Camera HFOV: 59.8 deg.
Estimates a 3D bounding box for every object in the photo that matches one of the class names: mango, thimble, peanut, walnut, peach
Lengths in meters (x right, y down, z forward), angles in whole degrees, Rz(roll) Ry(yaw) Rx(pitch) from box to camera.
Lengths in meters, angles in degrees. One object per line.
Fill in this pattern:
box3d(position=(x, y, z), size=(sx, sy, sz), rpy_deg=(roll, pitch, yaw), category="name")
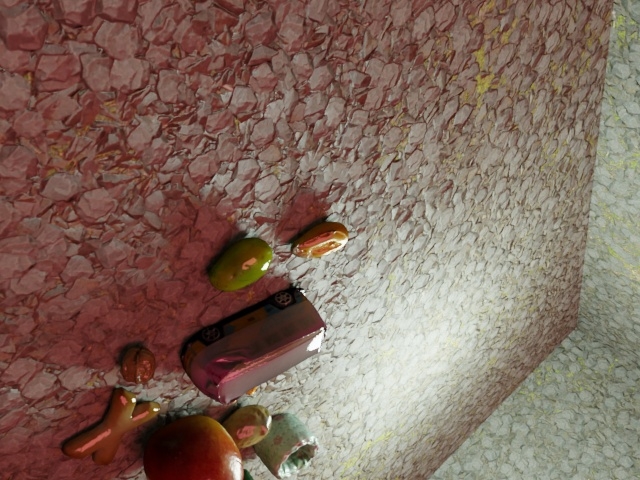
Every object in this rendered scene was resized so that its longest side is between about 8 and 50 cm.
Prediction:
box3d(position=(-0.191, 0.060, 1.351), size=(0.163, 0.089, 0.117), rpy_deg=(-39, 150, 5), category="mango")
box3d(position=(-0.112, 0.701, 1.897), size=(0.185, 0.149, 0.211), rpy_deg=(-48, 142, -6), category="thimble")
box3d(position=(-0.230, 0.573, 1.711), size=(0.159, 0.109, 0.140), rpy_deg=(-5, 114, -27), category="peanut")
box3d(position=(0.000, 0.000, 1.497), size=(0.187, 0.066, 0.101), rpy_deg=(-21, 142, -24), category="mango")
box3d(position=(-0.431, 0.298, 1.316), size=(0.079, 0.082, 0.096), rpy_deg=(5, 122, -14), category="walnut")
box3d(position=(-0.345, 0.617, 1.503), size=(0.248, 0.275, 0.245), rpy_deg=(-54, 145, -3), category="peach")

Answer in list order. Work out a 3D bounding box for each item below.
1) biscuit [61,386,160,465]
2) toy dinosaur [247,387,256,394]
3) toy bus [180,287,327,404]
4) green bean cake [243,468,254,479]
box3d(position=(-0.519, 0.473, 1.397), size=(0.208, 0.047, 0.164), rpy_deg=(-46, 143, -5), category="biscuit")
box3d(position=(-0.198, 0.388, 1.625), size=(0.288, 0.070, 0.117), rpy_deg=(-10, 127, -45), category="toy dinosaur")
box3d(position=(-0.168, 0.286, 1.490), size=(0.386, 0.162, 0.171), rpy_deg=(-23, 136, -29), category="toy bus")
box3d(position=(-0.355, 0.943, 1.846), size=(0.308, 0.169, 0.300), rpy_deg=(-11, 128, -40), category="green bean cake")
